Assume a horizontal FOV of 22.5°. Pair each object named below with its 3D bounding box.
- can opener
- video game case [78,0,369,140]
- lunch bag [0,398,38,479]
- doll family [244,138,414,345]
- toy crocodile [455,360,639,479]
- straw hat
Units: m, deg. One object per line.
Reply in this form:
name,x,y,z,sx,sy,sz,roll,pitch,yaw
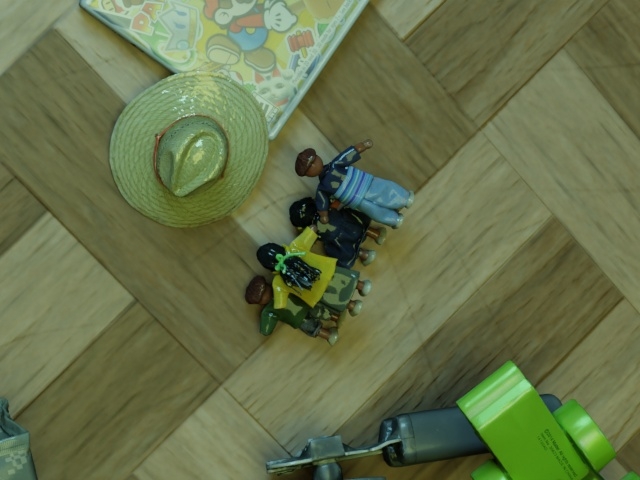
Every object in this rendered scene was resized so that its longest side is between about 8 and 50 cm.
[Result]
can opener,0.088,0.205,1.462,0.284,0.076,0.095,-6,80,-15
video game case,-0.061,-0.236,1.392,0.206,0.026,0.227,35,87,-17
lunch bag,-0.360,0.287,1.306,0.287,0.169,0.235,-15,101,-18
doll family,0.000,0.000,1.421,0.111,0.076,0.193,26,85,-13
toy crocodile,0.219,0.221,1.439,0.115,0.105,0.340,-42,127,1
straw hat,-0.109,-0.071,1.368,0.145,0.061,0.144,-3,108,-9
